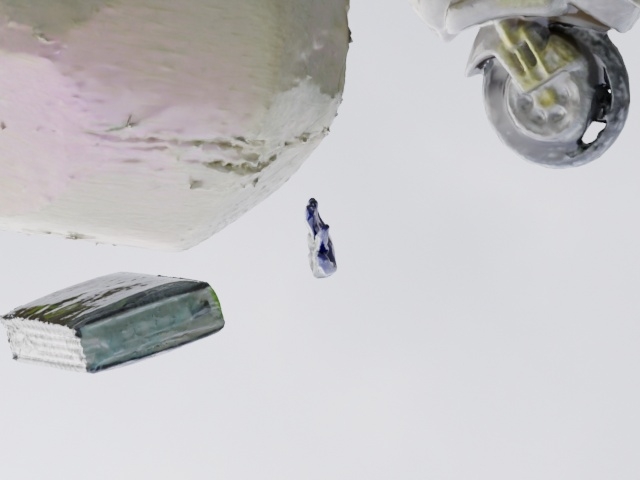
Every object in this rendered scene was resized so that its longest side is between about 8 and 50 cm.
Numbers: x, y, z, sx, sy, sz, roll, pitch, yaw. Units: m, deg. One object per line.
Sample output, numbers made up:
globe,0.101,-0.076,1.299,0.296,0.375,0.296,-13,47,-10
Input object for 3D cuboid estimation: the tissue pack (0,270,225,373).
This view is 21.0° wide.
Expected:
tissue pack,-0.237,0.090,1.929,0.173,0.073,0.235,-20,-170,-30

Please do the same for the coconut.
coconut,-0.115,-0.105,0.784,0.230,0.227,0.227,8,-148,-27

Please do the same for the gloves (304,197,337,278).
gloves,0.000,0.000,1.640,0.026,0.086,0.064,-11,-145,-4

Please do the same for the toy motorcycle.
toy motorcycle,0.143,-0.223,1.017,0.223,0.340,0.108,36,-151,18
